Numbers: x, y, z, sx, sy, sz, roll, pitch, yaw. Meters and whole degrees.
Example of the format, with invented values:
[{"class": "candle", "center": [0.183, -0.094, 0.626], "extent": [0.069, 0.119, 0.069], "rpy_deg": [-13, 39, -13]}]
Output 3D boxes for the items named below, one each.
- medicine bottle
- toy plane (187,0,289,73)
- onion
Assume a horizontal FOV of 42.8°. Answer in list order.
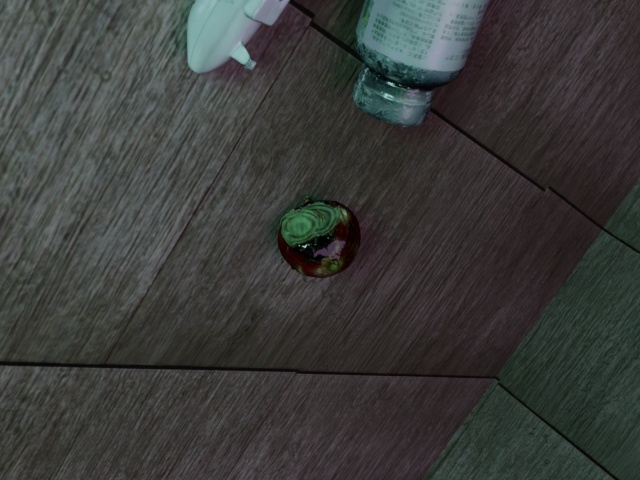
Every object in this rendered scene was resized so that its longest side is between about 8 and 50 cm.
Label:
[{"class": "medicine bottle", "center": [0.126, -0.285, 0.968], "extent": [0.141, 0.141, 0.293], "rpy_deg": [-16, 134, -44]}, {"class": "toy plane", "center": [-0.055, -0.269, 0.791], "extent": [0.255, 0.101, 0.251], "rpy_deg": [-60, 159, 15]}, {"class": "onion", "center": [0.000, 0.000, 1.150], "extent": [0.117, 0.118, 0.118], "rpy_deg": [-15, 146, 5]}]
